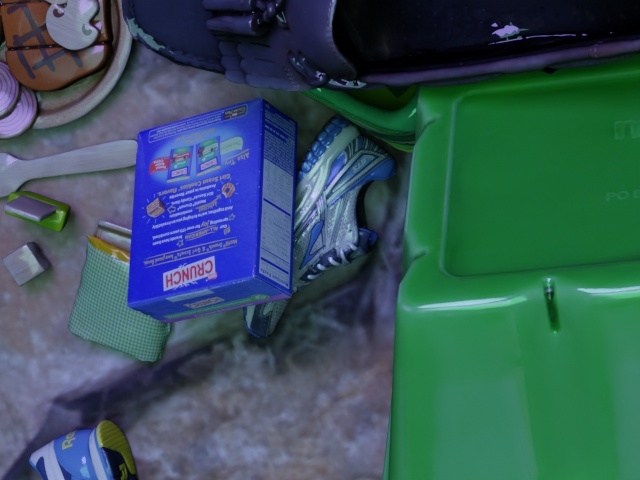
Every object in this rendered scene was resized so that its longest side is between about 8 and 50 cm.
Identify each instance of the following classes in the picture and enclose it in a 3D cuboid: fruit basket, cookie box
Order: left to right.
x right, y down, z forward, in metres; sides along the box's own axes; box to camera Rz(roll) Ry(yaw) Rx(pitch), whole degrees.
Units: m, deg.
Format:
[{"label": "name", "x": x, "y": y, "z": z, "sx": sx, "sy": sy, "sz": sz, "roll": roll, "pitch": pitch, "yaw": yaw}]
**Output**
[{"label": "cookie box", "x": -0.060, "y": -0.015, "z": 0.967, "sx": 0.092, "sy": 0.040, "sz": 0.107, "roll": -12, "pitch": 65, "yaw": 33}, {"label": "fruit basket", "x": 0.215, "y": 0.105, "z": 0.842, "sx": 0.392, "sy": 0.283, "sz": 0.392, "roll": 4, "pitch": 133, "yaw": 4}]

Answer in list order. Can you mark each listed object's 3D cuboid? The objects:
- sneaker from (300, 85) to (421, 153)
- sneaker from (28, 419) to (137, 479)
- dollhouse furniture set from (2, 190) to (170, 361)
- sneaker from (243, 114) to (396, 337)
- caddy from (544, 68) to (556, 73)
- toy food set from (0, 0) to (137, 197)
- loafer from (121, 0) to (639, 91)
[{"label": "sneaker", "x": -0.025, "y": -0.165, "z": 0.940, "sx": 0.295, "sy": 0.123, "sz": 0.109, "roll": 41, "pitch": 101, "yaw": 5}, {"label": "sneaker", "x": -0.135, "y": 0.182, "z": 1.029, "sx": 0.059, "sy": 0.053, "sz": 0.144, "roll": -11, "pitch": 85, "yaw": 10}, {"label": "dollhouse furniture set", "x": -0.158, "y": 0.019, "z": 1.009, "sx": 0.151, "sy": 0.058, "sz": 0.076, "roll": 18, "pitch": 102, "yaw": 7}, {"label": "sneaker", "x": 0.000, "y": 0.000, "z": 0.989, "sx": 0.058, "sy": 0.052, "sz": 0.135, "roll": 27, "pitch": 100, "yaw": 2}, {"label": "caddy", "x": 0.126, "y": -0.227, "z": 0.881, "sx": 0.241, "sy": 0.179, "sz": 0.341, "roll": -37, "pitch": 88, "yaw": 10}, {"label": "toy food set", "x": -0.175, "y": -0.125, "z": 1.013, "sx": 0.132, "sy": 0.038, "sz": 0.192, "roll": -10, "pitch": 93, "yaw": 11}, {"label": "loafer", "x": 0.036, "y": -0.121, "z": 0.805, "sx": 0.302, "sy": 0.095, "sz": 0.109, "roll": -1, "pitch": 114, "yaw": 20}]
